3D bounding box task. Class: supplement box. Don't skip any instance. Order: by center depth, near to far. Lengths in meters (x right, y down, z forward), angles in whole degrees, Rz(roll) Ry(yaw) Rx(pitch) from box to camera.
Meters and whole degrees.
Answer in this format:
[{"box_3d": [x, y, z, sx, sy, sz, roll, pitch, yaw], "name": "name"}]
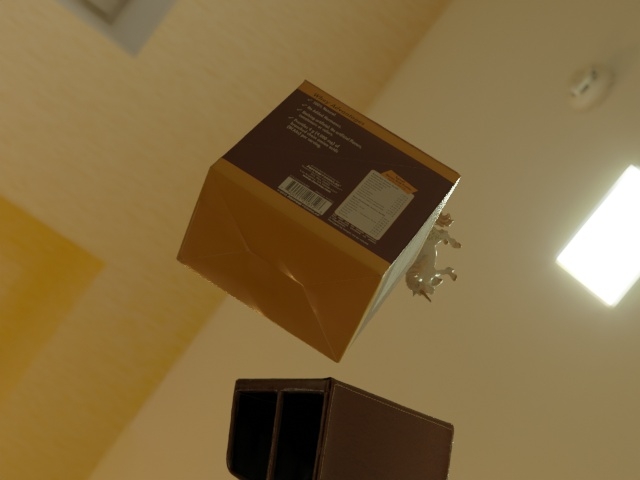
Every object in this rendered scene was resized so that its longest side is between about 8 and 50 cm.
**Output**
[{"box_3d": [0.000, -0.024, 1.307, 0.194, 0.191, 0.129, -48, 167, -48], "name": "supplement box"}]

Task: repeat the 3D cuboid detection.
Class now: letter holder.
[{"box_3d": [0.025, 0.312, 1.716, 0.152, 0.302, 0.214, -4, -109, 35], "name": "letter holder"}]

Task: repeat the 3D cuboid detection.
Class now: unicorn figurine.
[{"box_3d": [0.167, 0.033, 2.031, 0.060, 0.111, 0.162, -23, -115, 37], "name": "unicorn figurine"}]
